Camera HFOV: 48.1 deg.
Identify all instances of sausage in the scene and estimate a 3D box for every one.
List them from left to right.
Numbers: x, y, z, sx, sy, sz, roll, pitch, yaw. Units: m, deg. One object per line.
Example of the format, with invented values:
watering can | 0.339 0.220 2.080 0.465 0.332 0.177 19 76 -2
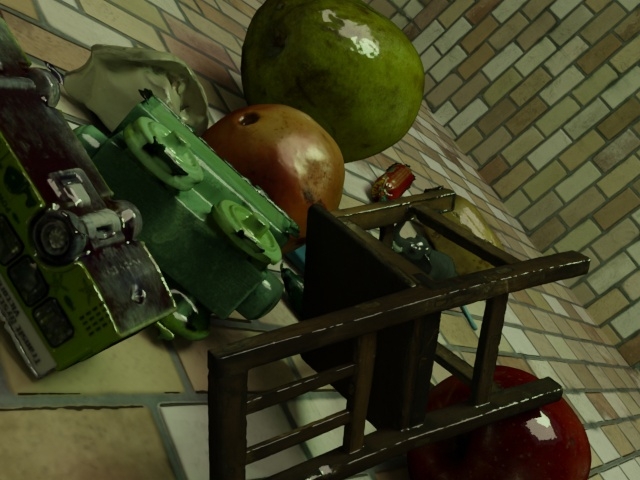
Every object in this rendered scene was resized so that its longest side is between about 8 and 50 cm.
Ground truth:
sausage | 0.173 -0.132 1.728 0.083 0.083 0.264 48 21 0

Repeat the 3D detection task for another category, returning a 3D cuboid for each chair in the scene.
chair | 0.036 0.090 0.755 0.416 0.203 0.240 -10 28 -29

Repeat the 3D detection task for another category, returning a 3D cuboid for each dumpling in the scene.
dumpling | -0.226 -0.186 0.931 0.199 0.136 0.118 22 38 -31

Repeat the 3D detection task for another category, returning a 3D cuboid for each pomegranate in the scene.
pomegranate | -0.077 -0.079 0.946 0.209 0.209 0.209 41 21 -20

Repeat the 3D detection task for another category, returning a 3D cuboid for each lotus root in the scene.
lotus root | 0.346 -0.015 1.778 0.284 0.146 0.160 56 0 2

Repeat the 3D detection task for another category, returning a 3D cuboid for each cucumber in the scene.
cucumber | -0.013 0.095 0.987 0.155 0.037 0.037 52 20 6

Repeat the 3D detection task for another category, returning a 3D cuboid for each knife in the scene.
knife | 0.326 0.162 1.601 0.027 0.010 0.096 27 31 -46

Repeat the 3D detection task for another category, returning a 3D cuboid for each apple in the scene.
apple | 0.217 0.264 0.884 0.201 0.218 0.218 18 34 -31

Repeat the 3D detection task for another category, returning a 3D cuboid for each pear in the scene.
pear | 0.016 -0.309 1.376 0.413 0.352 0.352 22 32 -58

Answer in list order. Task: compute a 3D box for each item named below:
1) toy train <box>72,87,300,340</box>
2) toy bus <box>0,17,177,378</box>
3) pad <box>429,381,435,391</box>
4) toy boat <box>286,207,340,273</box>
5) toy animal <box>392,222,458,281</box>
toy train | -0.151 -0.025 0.763 0.272 0.159 0.188 42 12 -14
toy bus | -0.254 -0.035 0.595 0.301 0.139 0.113 57 21 2
pad | 0.202 0.301 1.094 0.330 0.004 0.220 42 21 -17
toy boat | 0.000 0.000 1.108 0.238 0.109 0.098 47 0 -11
toy animal | 0.158 0.049 1.285 0.269 0.137 0.082 40 23 -44
